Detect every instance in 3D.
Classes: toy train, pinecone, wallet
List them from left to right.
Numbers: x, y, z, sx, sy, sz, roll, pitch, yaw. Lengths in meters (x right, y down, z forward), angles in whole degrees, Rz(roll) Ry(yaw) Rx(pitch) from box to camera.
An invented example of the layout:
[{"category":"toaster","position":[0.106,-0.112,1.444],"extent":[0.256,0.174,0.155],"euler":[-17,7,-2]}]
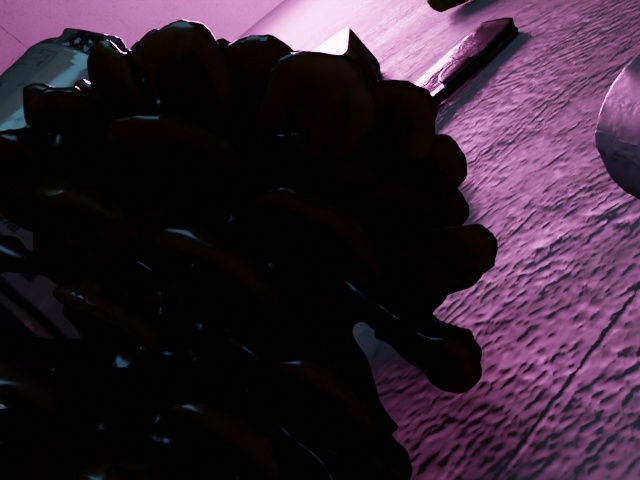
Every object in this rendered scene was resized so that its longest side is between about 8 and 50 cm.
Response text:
[{"category":"pinecone","position":[-0.060,0.051,0.417],"extent":[0.246,0.246,0.292],"euler":[-21,36,49]},{"category":"toy train","position":[0.015,-0.186,1.127],"extent":[0.099,0.072,0.188],"euler":[-37,17,17]},{"category":"wallet","position":[0.117,-0.153,0.910],"extent":[0.157,0.018,0.082],"euler":[-43,17,-10]}]

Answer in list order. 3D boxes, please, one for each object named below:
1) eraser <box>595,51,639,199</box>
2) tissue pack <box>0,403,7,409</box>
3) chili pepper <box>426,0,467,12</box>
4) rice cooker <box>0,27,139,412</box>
[{"category":"eraser","position":[0.214,-0.056,0.336],"extent":[0.174,0.081,0.227],"euler":[-36,16,3]},{"category":"tissue pack","position":[-0.338,0.197,0.987],"extent":[0.083,0.042,0.062],"euler":[-20,24,50]},{"category":"chili pepper","position":[0.203,-0.319,1.100],"extent":[0.202,0.050,0.052],"euler":[-26,59,37]},{"category":"rice cooker","position":[-0.207,0.006,0.755],"extent":[0.264,0.316,0.316],"euler":[21,58,37]}]
